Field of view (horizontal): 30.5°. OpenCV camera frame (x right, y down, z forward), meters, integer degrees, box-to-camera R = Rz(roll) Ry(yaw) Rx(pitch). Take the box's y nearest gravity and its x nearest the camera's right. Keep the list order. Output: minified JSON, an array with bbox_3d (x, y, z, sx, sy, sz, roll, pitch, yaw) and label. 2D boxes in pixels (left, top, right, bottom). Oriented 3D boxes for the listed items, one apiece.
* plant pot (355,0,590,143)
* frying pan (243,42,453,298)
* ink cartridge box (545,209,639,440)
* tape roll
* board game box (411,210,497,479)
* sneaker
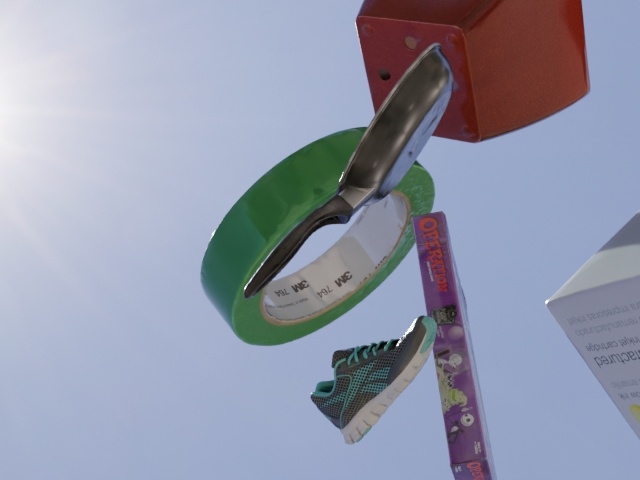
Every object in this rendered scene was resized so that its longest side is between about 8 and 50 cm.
[{"bbox_3d":[0.200,-0.281,1.672,0.236,0.267,0.267,-43,-47,-35],"label":"plant pot"},{"bbox_3d":[0.049,-0.079,1.162,0.326,0.053,0.197,-48,-12,-47],"label":"frying pan"},{"bbox_3d":[0.413,0.139,0.958,0.160,0.279,0.384,-39,-84,-30],"label":"ink cartridge box"},{"bbox_3d":[0.000,0.000,1.506,0.321,0.077,0.321,-32,-27,-19],"label":"tape roll"},{"bbox_3d":[0.168,0.161,1.436,0.208,0.056,0.346,62,-162,-50],"label":"board game box"},{"bbox_3d":[0.048,0.127,1.148,0.076,0.166,0.065,39,-153,2],"label":"sneaker"}]
